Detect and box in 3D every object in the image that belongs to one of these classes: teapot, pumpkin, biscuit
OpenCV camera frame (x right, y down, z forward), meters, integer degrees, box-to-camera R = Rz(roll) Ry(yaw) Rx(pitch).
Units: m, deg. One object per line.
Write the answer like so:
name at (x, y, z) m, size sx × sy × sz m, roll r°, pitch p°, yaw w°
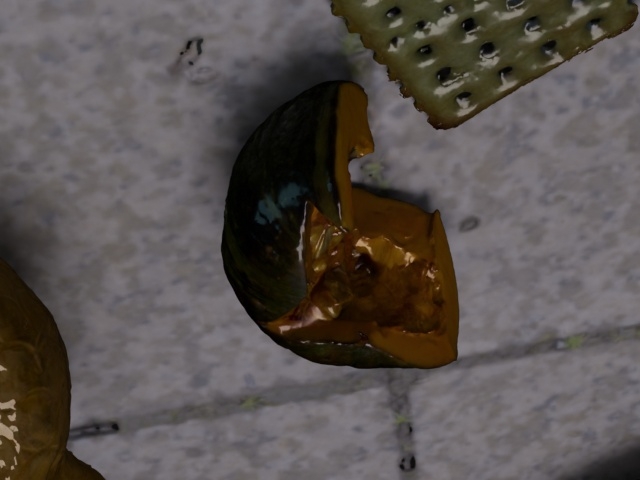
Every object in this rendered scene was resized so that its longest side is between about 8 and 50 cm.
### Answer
teapot at (-0.251, 0.077, 1.045) m, size 0.311 × 0.167 × 0.203 m, roll 33°, pitch 93°, yaw -14°
pumpkin at (0.000, 0.000, 1.041) m, size 0.107 × 0.119 × 0.183 m, roll -8°, pitch 136°, yaw 22°
biscuit at (0.072, -0.146, 0.986) m, size 0.144 × 0.016 × 0.203 m, roll -28°, pitch 133°, yaw 15°

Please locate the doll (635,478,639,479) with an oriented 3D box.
doll at (0.267, 0.270, 1.306) m, size 0.251 × 0.221 × 0.221 m, roll -11°, pitch 136°, yaw 21°
